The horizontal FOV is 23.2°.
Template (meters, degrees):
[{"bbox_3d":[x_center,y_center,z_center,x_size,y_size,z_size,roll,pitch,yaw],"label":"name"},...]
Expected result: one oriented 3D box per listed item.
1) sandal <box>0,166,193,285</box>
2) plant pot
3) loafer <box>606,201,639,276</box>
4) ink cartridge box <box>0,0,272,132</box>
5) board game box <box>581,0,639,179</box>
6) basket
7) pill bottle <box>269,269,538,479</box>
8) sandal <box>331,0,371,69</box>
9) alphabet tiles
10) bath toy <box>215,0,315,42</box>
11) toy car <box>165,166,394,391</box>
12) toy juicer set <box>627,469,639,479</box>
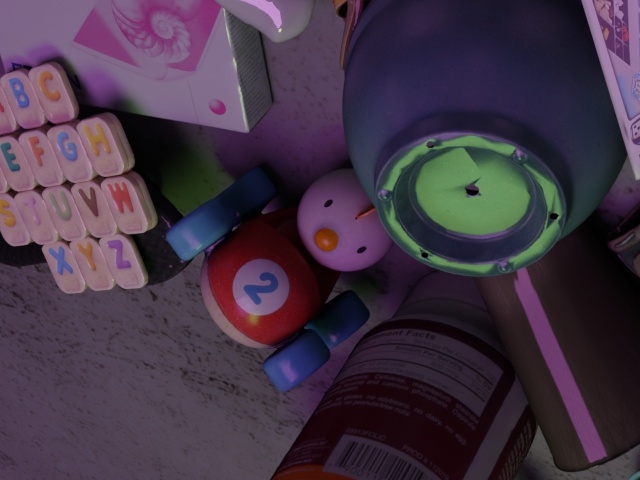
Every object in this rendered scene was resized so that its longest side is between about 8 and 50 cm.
[{"bbox_3d":[-0.294,-0.047,1.916,0.445,0.107,0.168,5,127,47],"label":"sandal"},{"bbox_3d":[0.149,-0.092,1.455,0.293,0.196,0.293,8,133,9],"label":"plant pot"},{"bbox_3d":[0.345,-0.053,1.495,0.084,0.096,0.267,31,140,14],"label":"loafer"},{"bbox_3d":[-0.228,-0.284,1.672,0.324,0.071,0.330,11,134,25],"label":"ink cartridge box"},{"bbox_3d":[0.319,-0.213,1.308,0.193,0.053,0.305,-13,114,21],"label":"board game box"},{"bbox_3d":[0.264,0.088,1.619,0.154,0.204,0.227,-19,105,50],"label":"basket"},{"bbox_3d":[0.100,0.220,1.672,0.224,0.392,0.224,18,135,19],"label":"pill bottle"},{"bbox_3d":[0.037,-0.249,1.535,0.049,0.072,0.180,29,138,30],"label":"sandal"},{"bbox_3d":[-0.305,-0.065,1.805,0.284,0.021,0.278,-5,111,45],"label":"alphabet tiles"},{"bbox_3d":[-0.027,-0.331,1.444,0.129,0.151,0.348,12,143,-15],"label":"bath toy"},{"bbox_3d":[0.000,0.000,1.699,0.238,0.210,0.219,-35,93,34],"label":"toy car"},{"bbox_3d":[0.432,0.331,1.751,0.209,0.089,0.329,37,139,24],"label":"toy juicer set"}]
